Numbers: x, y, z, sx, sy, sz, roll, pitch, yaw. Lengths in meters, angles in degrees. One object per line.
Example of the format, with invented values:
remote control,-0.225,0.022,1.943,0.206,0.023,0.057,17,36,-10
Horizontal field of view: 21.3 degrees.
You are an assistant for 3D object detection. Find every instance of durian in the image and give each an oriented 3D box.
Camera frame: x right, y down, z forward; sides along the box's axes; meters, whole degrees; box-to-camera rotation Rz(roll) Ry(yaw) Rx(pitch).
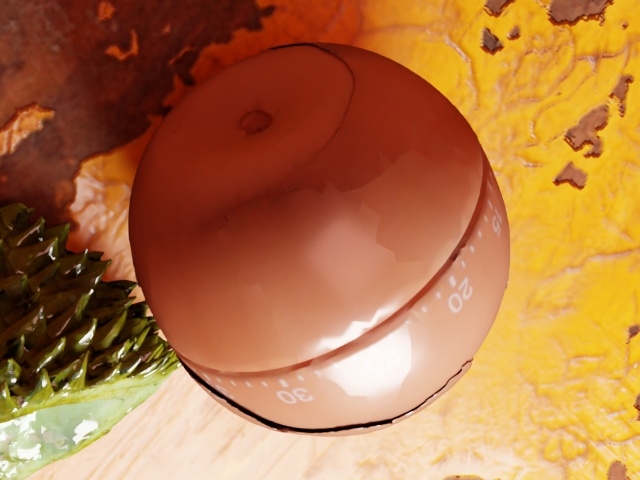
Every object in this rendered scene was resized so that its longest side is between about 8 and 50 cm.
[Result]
durian,-0.280,0.088,1.063,0.394,0.163,0.198,-21,156,-9

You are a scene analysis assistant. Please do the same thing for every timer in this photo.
timer,0.000,0.000,1.048,0.229,0.229,0.215,-32,127,-7
